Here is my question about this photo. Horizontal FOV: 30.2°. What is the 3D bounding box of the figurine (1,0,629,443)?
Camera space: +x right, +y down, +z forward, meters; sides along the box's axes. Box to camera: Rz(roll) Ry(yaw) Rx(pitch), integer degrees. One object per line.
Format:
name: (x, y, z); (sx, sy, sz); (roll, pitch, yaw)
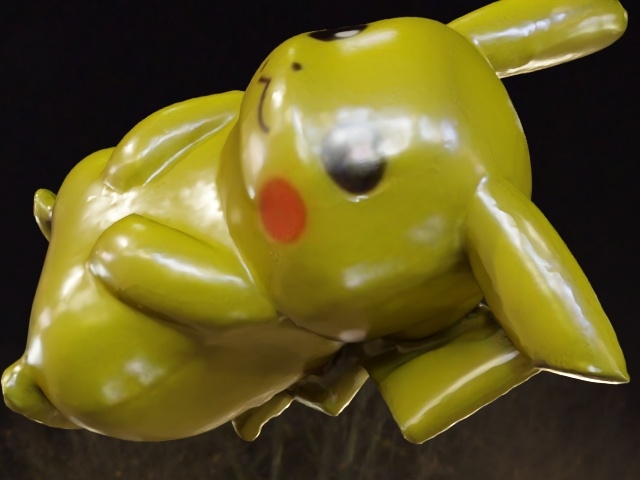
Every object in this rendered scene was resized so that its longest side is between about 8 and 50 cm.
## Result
figurine: (-0.006, 0.003, 0.582); (0.327, 0.218, 0.169); (-29, -44, 30)
